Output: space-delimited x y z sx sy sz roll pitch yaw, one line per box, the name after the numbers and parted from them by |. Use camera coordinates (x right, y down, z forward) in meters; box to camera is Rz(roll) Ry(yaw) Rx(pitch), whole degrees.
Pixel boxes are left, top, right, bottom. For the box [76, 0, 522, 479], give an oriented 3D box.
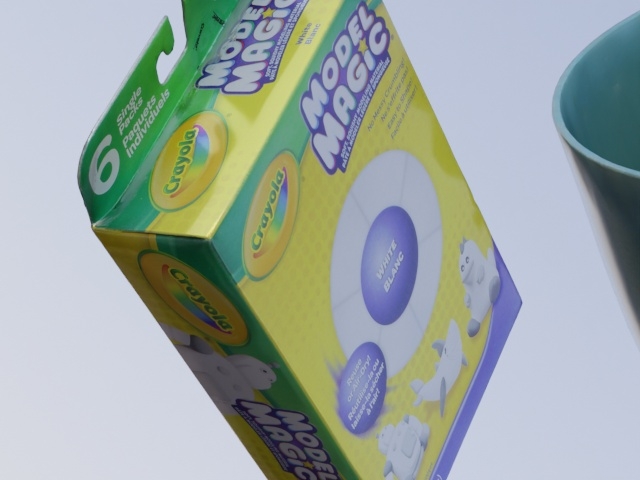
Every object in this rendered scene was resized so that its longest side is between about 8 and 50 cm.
0.000 0.000 0.515 0.043 0.105 0.179 4 -37 33 | box

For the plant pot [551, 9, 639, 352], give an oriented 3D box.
0.288 0.004 0.952 0.293 0.293 0.235 18 -49 49 | plant pot
